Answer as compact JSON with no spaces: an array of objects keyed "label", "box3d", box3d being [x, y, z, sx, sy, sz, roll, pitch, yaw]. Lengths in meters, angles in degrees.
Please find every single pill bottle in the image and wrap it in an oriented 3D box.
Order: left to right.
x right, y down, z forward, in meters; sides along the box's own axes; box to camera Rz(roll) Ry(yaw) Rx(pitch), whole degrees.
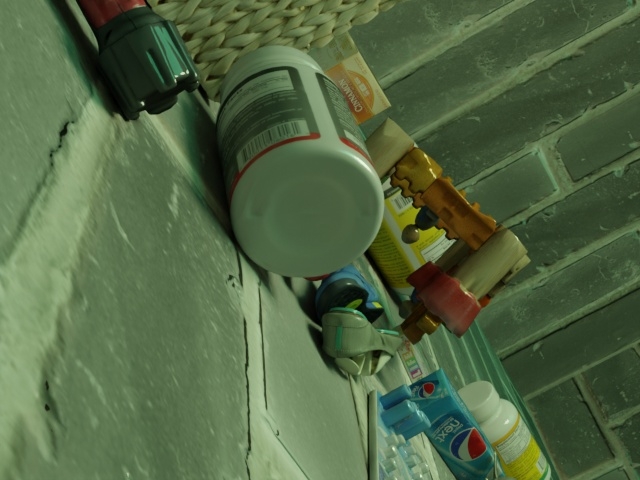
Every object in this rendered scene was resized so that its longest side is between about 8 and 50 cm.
[{"label":"pill bottle","box3d":[-0.034,-0.100,1.172,0.161,0.161,0.283,55,10,-33]},{"label":"pill bottle","box3d":[0.174,-0.017,2.023,0.334,0.188,0.188,58,9,-22]},{"label":"pill bottle","box3d":[0.313,0.356,1.857,0.208,0.117,0.117,58,9,-19]}]

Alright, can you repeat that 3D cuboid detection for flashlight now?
[{"label":"flashlight","box3d":[-0.205,-0.258,0.907,0.103,0.103,0.304,-29,91,-55]}]

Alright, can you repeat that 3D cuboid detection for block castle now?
[{"label":"block castle","box3d":[0.128,-0.003,1.611,0.303,0.213,0.453,44,3,1]}]

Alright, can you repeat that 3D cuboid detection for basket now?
[{"label":"basket","box3d":[-0.072,-0.397,1.366,0.266,0.328,0.331,59,8,-24]}]

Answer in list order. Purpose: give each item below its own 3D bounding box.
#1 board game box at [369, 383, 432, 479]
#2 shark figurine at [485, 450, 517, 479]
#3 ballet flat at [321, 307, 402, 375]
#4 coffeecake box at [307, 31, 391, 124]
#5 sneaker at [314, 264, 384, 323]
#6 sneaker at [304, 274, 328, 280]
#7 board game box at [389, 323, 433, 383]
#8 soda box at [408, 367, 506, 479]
[{"label":"board game box","box3d":[0.170,0.384,1.159,0.390,0.050,0.390,60,8,-10]},{"label":"shark figurine","box3d":[0.286,0.377,1.485,0.278,0.116,0.166,55,39,-68]},{"label":"ballet flat","box3d":[0.047,0.131,1.264,0.213,0.072,0.068,37,56,-67]},{"label":"coffeecake box","box3d":[0.001,-0.238,1.735,0.142,0.185,0.068,50,13,-49]},{"label":"sneaker","box3d":[0.021,0.062,1.301,0.082,0.069,0.209,56,5,17]},{"label":"sneaker","box3d":[0.000,0.000,1.302,0.128,0.087,0.221,53,13,-36]},{"label":"board game box","box3d":[0.169,0.225,1.746,0.103,0.026,0.154,50,14,-53]},{"label":"soda box","box3d":[0.209,0.299,1.607,0.210,0.067,0.071,55,10,-30]}]
